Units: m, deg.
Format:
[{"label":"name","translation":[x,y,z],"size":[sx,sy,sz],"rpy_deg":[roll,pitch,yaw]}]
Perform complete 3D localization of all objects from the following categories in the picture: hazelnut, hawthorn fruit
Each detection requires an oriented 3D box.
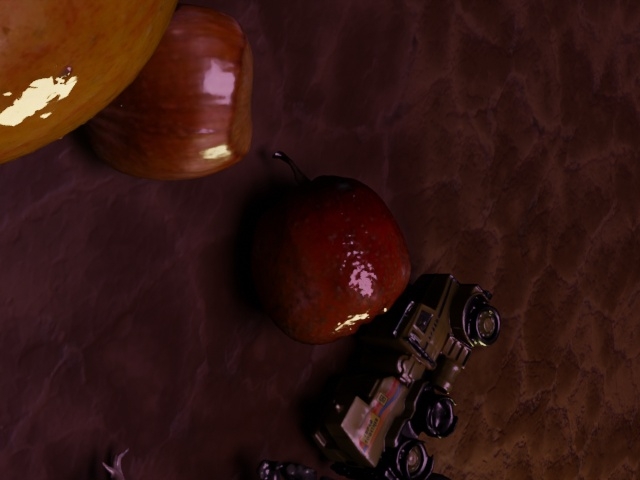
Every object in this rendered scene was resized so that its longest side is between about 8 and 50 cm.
[{"label":"hazelnut","translation":[-0.126,-0.121,0.913],"size":[0.150,0.150,0.150],"rpy_deg":[-14,109,-48]},{"label":"hawthorn fruit","translation":[0.000,0.000,1.091],"size":[0.157,0.157,0.194],"rpy_deg":[-23,93,-45]}]

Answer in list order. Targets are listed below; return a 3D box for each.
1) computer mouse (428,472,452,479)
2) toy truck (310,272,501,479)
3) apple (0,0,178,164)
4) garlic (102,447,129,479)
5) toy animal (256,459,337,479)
[{"label":"computer mouse","translation":[0.084,0.443,1.242],"size":[0.114,0.203,0.374],"rpy_deg":[40,62,-30]},{"label":"toy truck","translation":[0.091,0.143,1.245],"size":[0.127,0.127,0.257],"rpy_deg":[51,58,-26]},{"label":"apple","translation":[-0.232,-0.188,0.664],"size":[0.275,0.299,0.299],"rpy_deg":[-38,131,-4]},{"label":"garlic","translation":[-0.172,0.346,0.982],"size":[0.237,0.210,0.292],"rpy_deg":[26,80,-14]},{"label":"toy animal","translation":[-0.022,0.296,1.141],"size":[0.225,0.093,0.121],"rpy_deg":[45,62,-67]}]
